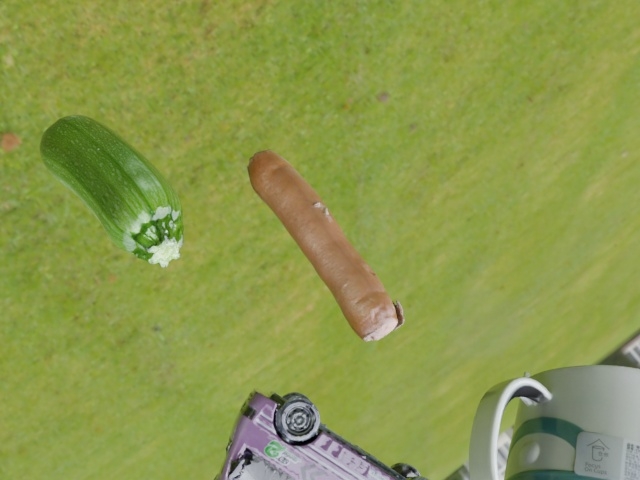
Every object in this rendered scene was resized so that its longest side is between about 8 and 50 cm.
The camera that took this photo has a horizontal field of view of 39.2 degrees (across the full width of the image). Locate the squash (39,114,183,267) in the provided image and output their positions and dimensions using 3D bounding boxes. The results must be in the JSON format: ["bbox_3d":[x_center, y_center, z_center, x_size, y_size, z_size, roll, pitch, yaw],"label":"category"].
[{"bbox_3d":[-0.191,-0.054,0.821,0.077,0.219,0.068,-55,145,11],"label":"squash"}]

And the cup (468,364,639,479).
[{"bbox_3d":[0.298,0.274,1.042,0.219,0.289,0.258,-33,-148,54],"label":"cup"}]

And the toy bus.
[{"bbox_3d":[0.008,0.183,0.647,0.098,0.178,0.087,-56,180,-7],"label":"toy bus"}]

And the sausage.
[{"bbox_3d":[0.000,0.000,1.598,0.094,0.419,0.094,-40,156,9],"label":"sausage"}]
